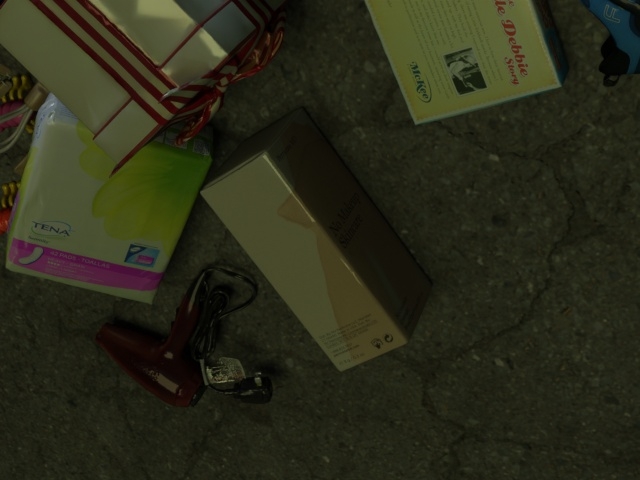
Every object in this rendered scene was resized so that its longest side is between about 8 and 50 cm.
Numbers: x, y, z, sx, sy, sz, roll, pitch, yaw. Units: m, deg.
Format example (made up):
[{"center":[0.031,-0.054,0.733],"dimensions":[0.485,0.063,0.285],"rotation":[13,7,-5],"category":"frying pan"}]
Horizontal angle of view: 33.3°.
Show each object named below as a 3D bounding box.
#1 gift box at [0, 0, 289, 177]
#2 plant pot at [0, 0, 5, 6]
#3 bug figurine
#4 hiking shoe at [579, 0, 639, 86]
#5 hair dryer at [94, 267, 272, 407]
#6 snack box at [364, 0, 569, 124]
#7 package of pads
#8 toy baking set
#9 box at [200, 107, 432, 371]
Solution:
[{"center":[-0.207,-0.246,1.256],"dimensions":[0.258,0.276,0.255],"rotation":[44,131,-10],"category":"gift box"},{"center":[-0.544,-0.340,1.398],"dimensions":[0.234,0.166,0.165],"rotation":[-8,118,29],"category":"plant pot"},{"center":[-0.464,-0.121,1.559],"dimensions":[0.216,0.072,0.279],"rotation":[-13,115,28],"category":"bug figurine"},{"center":[0.307,-0.300,1.104],"dimensions":[0.132,0.113,0.304],"rotation":[-13,115,28],"category":"hiking shoe"},{"center":[-0.212,0.150,1.647],"dimensions":[0.293,0.080,0.223],"rotation":[-7,102,20],"category":"hair dryer"},{"center":[0.139,-0.301,1.205],"dimensions":[0.187,0.060,0.322],"rotation":[-12,115,30],"category":"snack box"},{"center":[-0.298,-0.061,1.470],"dimensions":[0.229,0.101,0.296],"rotation":[16,128,-17],"category":"package of pads"},{"center":[-0.383,-0.203,1.426],"dimensions":[0.197,0.030,0.256],"rotation":[-24,139,-8],"category":"toy baking set"},{"center":[0.000,0.000,1.403],"dimensions":[0.121,0.148,0.311],"rotation":[-27,109,33],"category":"box"}]
